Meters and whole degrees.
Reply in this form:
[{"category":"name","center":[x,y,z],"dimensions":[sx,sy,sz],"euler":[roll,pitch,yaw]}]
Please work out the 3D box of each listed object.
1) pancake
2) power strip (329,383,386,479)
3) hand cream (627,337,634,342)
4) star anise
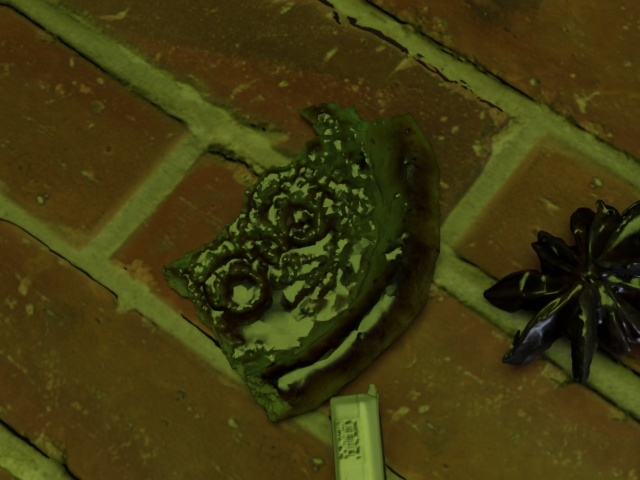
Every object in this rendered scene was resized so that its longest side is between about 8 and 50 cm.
[{"category":"pancake","center":[0.004,0.004,1.647],"dimensions":[0.305,0.067,0.426],"euler":[36,77,19]},{"category":"power strip","center":[0.051,0.331,1.493],"dimensions":[0.058,0.098,0.338],"euler":[-6,68,3]},{"category":"hand cream","center":[0.406,0.116,1.593],"dimensions":[0.093,0.019,0.030],"euler":[5,70,4]},{"category":"star anise","center":[0.326,0.054,1.560],"dimensions":[0.282,0.129,0.212],"euler":[-47,56,-4]}]
